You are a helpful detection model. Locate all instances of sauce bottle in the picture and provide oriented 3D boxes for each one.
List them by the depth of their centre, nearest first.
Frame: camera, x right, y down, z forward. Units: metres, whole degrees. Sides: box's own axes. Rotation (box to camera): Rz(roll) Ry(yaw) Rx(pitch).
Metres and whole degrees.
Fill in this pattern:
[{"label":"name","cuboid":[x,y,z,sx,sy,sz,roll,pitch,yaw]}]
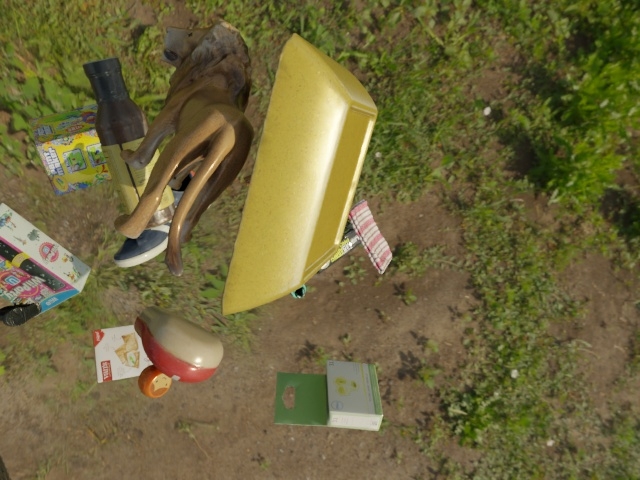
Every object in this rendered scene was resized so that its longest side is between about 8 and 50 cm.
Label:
[{"label":"sauce bottle","cuboid":[-0.393,-0.196,1.141,0.111,0.111,0.344,-20,113,-22]}]

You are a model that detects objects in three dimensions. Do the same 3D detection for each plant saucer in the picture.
[{"label":"plant saucer","cuboid":[-0.005,-0.080,0.760,0.081,0.333,0.332,18,104,9]}]

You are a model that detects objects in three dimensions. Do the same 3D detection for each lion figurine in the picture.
[{"label":"lion figurine","cuboid":[-0.152,-0.143,0.723,0.240,0.392,0.142,-47,130,12]}]

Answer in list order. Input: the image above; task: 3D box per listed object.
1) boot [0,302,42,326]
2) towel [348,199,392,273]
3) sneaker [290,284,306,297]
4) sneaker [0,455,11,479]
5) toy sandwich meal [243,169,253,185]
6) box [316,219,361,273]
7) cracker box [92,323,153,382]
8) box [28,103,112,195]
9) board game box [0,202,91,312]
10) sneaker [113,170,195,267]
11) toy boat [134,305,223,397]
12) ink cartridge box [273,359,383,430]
[{"label":"boot","cuboid":[-0.768,0.185,1.372,0.099,0.121,0.045,-7,100,15]},{"label":"towel","cuboid":[0.144,-0.012,1.549,0.029,0.144,0.197,-26,97,24]},{"label":"sneaker","cuboid":[-0.069,0.124,1.442,0.065,0.166,0.076,-36,68,-4]},{"label":"sneaker","cuboid":[-0.445,0.207,0.572,0.147,0.145,0.384,-17,111,-22]},{"label":"toy sandwich meal","cuboid":[-0.136,-0.156,1.267,0.085,0.085,0.029,-43,107,-19]},{"label":"box","cuboid":[0.000,0.000,1.820,0.216,0.270,0.060,-34,116,-21]},{"label":"cracker box","cuboid":[-0.567,0.334,1.690,0.232,0.067,0.155,-6,84,-25]},{"label":"box","cuboid":[-0.761,-0.308,1.799,0.279,0.290,0.177,-22,125,-21]},{"label":"board game box","cuboid":[-0.848,0.065,1.557,0.303,0.224,0.097,46,30,-34]},{"label":"sneaker","cuboid":[-0.454,-0.077,1.523,0.350,0.131,0.148,-53,134,-38]},{"label":"toy boat","cuboid":[-0.280,0.216,1.017,0.151,0.231,0.151,31,78,-22]},{"label":"ink cartridge box","cuboid":[0.016,0.351,1.279,0.235,0.171,0.056,7,118,-5]}]
